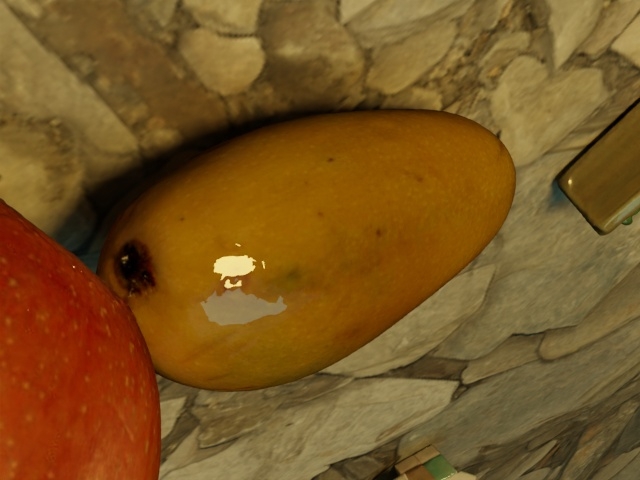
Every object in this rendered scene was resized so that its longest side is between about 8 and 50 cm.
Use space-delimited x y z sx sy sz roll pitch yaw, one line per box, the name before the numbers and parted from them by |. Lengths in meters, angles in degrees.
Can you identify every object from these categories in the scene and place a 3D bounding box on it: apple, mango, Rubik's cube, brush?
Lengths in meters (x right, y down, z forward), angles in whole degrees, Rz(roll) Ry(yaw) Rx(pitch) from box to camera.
apple | -0.160 0.056 0.476 0.173 0.210 0.235 -62 158 -5
mango | 0.000 0.000 0.632 0.253 0.113 0.138 -20 144 -35
Rubik's cube | 0.086 0.217 1.066 0.075 0.084 0.073 -37 127 -27
brush | 0.270 -0.110 0.787 0.282 0.054 0.048 -44 157 18
